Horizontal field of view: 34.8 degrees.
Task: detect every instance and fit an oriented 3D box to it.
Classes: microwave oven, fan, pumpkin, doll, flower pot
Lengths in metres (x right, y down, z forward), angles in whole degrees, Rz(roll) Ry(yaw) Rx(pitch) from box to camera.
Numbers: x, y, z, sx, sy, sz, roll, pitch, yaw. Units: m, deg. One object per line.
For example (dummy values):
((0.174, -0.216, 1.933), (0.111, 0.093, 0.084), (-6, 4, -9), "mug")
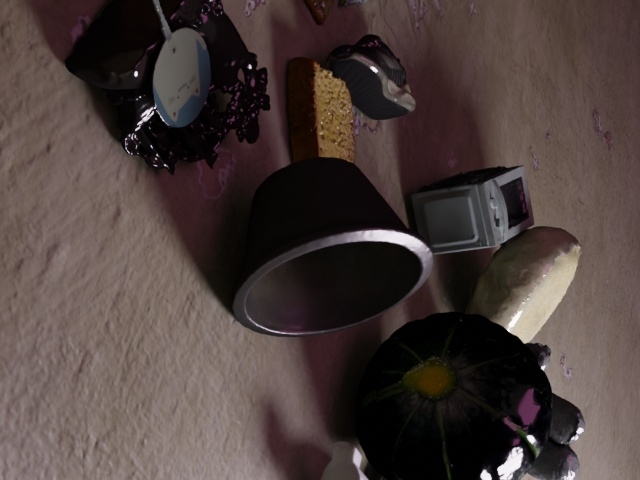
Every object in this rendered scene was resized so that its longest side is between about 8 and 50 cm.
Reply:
((0.273, -0.059, 1.823), (0.208, 0.162, 0.122), (-22, 102, -57), "microwave oven")
((-0.162, -0.206, 1.136), (0.113, 0.005, 0.175), (-58, 147, -36), "fan")
((0.210, 0.263, 1.550), (0.296, 0.296, 0.295), (17, 69, -55), "pumpkin")
((0.322, 0.277, 1.696), (0.158, 0.340, 0.245), (-6, 106, -39), "doll")
((0.000, 0.000, 1.351), (0.269, 0.269, 0.166), (32, 34, -51), "flower pot")

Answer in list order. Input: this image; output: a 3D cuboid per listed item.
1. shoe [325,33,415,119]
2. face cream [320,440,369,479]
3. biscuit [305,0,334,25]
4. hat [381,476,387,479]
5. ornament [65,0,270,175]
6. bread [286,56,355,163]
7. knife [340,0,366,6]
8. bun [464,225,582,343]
((0.076, -0.274, 1.635), (0.227, 0.099, 0.112), (31, 51, -55), "shoe")
((0.095, 0.432, 1.468), (0.369, 0.145, 0.145), (54, 42, -35), "face cream")
((0.006, -0.464, 1.630), (0.139, 0.016, 0.231), (55, 41, -34), "biscuit")
((0.103, 0.386, 1.591), (0.058, 0.042, 0.087), (59, 5, -37), "hat")
((-0.162, -0.189, 1.247), (0.251, 0.106, 0.260), (-62, 143, -33), "ornament")
((-0.001, -0.180, 1.520), (0.103, 0.065, 0.187), (8, 75, -51), "bread")
((0.079, -0.414, 1.727), (0.184, 0.022, 0.026), (-30, 135, -55), "knife")
((0.360, 0.094, 1.902), (0.287, 0.146, 0.287), (-43, 152, -29), "bun")
